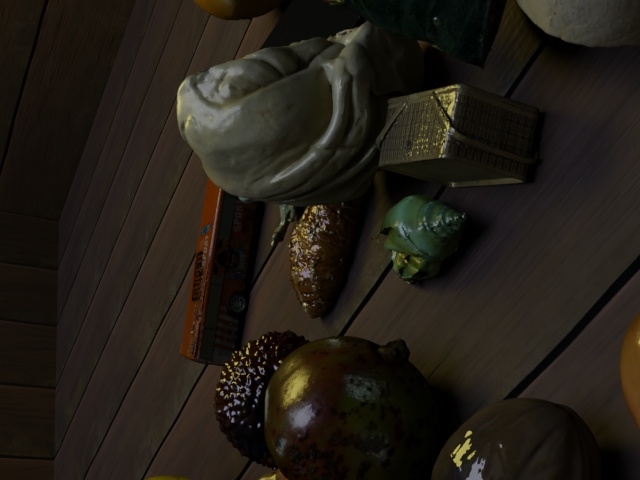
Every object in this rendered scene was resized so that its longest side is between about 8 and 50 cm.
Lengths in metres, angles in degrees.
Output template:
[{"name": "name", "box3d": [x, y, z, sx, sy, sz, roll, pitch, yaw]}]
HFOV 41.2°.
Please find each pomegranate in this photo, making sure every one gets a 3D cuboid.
[{"name": "pomegranate", "box3d": [0.013, 0.209, 0.961, 0.246, 0.198, 0.198, -29, 53, 37]}]

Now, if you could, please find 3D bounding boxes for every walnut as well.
[{"name": "walnut", "box3d": [0.165, 0.211, 0.726, 0.140, 0.140, 0.162, 13, 86, 64]}]

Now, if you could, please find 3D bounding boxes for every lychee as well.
[{"name": "lychee", "box3d": [-0.055, 0.207, 1.145, 0.188, 0.188, 0.188, -35, 49, 55]}]

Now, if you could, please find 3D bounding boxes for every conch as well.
[{"name": "conch", "box3d": [0.113, -0.002, 0.998, 0.201, 0.080, 0.095, 118, 141, -66]}]

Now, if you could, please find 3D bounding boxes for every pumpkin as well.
[{"name": "pumpkin", "box3d": [0.108, -0.337, 0.858, 0.293, 0.197, 0.263, -62, -16, -55]}]

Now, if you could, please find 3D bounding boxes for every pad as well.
[{"name": "pad", "box3d": [-0.021, -0.286, 1.430, 0.375, 0.063, 0.315, -51, 34, 24]}]

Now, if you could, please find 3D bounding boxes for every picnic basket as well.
[{"name": "picnic basket", "box3d": [0.146, -0.110, 0.923, 0.164, 0.115, 0.079, 3, 81, 64]}]

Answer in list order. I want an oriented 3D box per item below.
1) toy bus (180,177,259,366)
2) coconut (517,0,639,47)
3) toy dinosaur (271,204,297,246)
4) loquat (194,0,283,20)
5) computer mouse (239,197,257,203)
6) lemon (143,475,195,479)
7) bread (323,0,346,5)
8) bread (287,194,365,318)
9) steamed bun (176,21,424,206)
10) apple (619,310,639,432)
[{"name": "toy bus", "box3d": [-0.173, 0.022, 1.547, 0.093, 0.092, 0.408, 1, 82, 62]}, {"name": "coconut", "box3d": [0.239, -0.266, 0.658, 0.222, 0.202, 0.202, 64, -160, -61]}, {"name": "toy dinosaur", "box3d": [-0.055, -0.100, 1.421, 0.212, 0.057, 0.142, -82, 0, -56]}, {"name": "loquat", "box3d": [-0.151, -0.525, 1.568, 0.235, 0.235, 0.235, -35, 49, 55]}, {"name": "computer mouse", "box3d": [-0.040, -0.134, 1.298, 0.231, 0.079, 0.128, -15, 70, 32]}, {"name": "lemon", "box3d": [-0.251, 0.505, 1.341, 0.267, 0.267, 0.267, -35, 49, 55]}, {"name": "bread", "box3d": [0.076, -0.504, 1.302, 0.301, 0.045, 0.301, -33, 51, 53]}, {"name": "bread", "box3d": [0.000, 0.000, 1.227, 0.105, 0.076, 0.233, 39, 114, 59]}, {"name": "steamed bun", "box3d": [-0.009, -0.141, 1.069, 0.276, 0.289, 0.203, -16, 94, 36]}, {"name": "apple", "box3d": [0.277, 0.085, 0.506, 0.199, 0.199, 0.199, -35, 49, 55]}]
